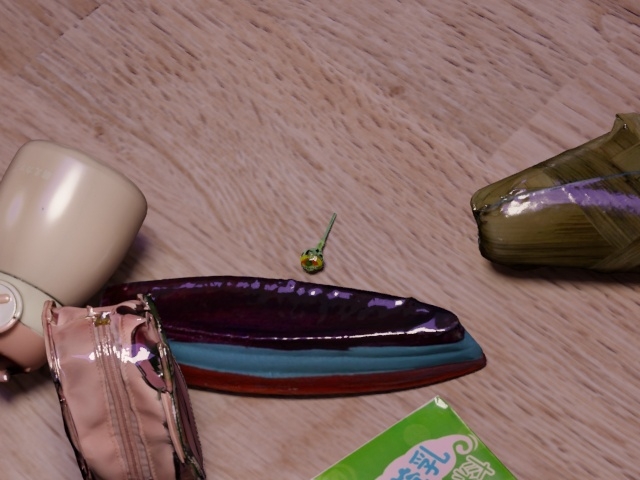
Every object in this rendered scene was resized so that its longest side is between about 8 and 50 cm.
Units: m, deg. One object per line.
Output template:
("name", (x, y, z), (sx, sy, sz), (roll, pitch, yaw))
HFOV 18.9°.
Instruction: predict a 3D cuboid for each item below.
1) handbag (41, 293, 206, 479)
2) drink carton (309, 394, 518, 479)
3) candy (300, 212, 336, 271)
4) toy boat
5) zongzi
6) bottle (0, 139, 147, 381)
("handbag", (-0.188, 0.145, 1.829), (0.116, 0.205, 0.179), (-14, 23, -3))
("drink carton", (0.126, 0.292, 1.740), (0.161, 0.108, 0.271), (-31, 56, -18))
("candy", (0.000, 0.000, 2.019), (0.025, 0.023, 0.083), (-23, 33, 41))
("toy boat", (-0.031, 0.088, 1.930), (0.392, 0.079, 0.136), (3, 56, 12))
("zongzi", (0.289, 0.007, 1.925), (0.221, 0.112, 0.242), (-24, 56, -12))
("bottle", (-0.287, 0.030, 1.936), (0.147, 0.147, 0.236), (20, 72, 19))
